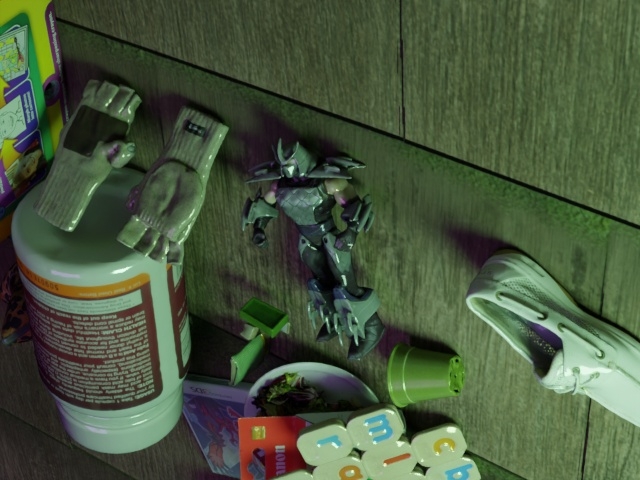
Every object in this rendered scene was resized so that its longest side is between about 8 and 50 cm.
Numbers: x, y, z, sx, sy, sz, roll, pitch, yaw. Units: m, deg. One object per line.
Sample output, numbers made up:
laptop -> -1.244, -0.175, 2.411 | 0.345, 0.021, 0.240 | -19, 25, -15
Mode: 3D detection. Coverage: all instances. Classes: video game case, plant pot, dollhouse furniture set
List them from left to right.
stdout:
video game case -> -0.134, 0.293, 2.196 | 0.183, 0.023, 0.201 | 4, 128, 41
dollhouse furniture set -> -0.079, 0.146, 1.961 | 0.058, 0.076, 0.151 | 29, 140, 20
plant pot -> 0.137, 0.169, 1.791 | 0.079, 0.083, 0.083 | -3, 124, 29

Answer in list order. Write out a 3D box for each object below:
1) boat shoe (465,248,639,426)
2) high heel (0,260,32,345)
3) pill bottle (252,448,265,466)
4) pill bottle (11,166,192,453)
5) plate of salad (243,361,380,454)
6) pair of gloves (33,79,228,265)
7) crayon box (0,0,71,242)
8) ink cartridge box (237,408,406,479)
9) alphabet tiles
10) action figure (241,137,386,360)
boat shoe -> 0.277, 0.132, 1.599 | 0.277, 0.096, 0.098 | 38, 142, 8
high heel -> -0.476, 0.104, 2.196 | 0.261, 0.186, 0.093 | -13, 116, 48
pill bottle -> -0.034, 0.319, 2.075 | 0.152, 0.086, 0.086 | 49, 143, -5
pill bottle -> -0.298, 0.106, 2.005 | 0.224, 0.224, 0.392 | 25, 138, 24
plate of salad -> -0.010, 0.255, 1.971 | 0.200, 0.048, 0.200 | 5, 123, 7
pair of gloves -> -0.243, -0.091, 1.825 | 0.240, 0.204, 0.042 | 19, 179, 25
crayon box -> -0.470, -0.150, 1.845 | 0.106, 0.313, 0.363 | 25, 139, 24
ink cartridge box -> 0.003, 0.321, 1.946 | 0.225, 0.056, 0.181 | -3, 120, -5
alphabet tiles -> 0.079, 0.344, 1.923 | 0.278, 0.021, 0.284 | -19, 119, 10
action figure -> 0.000, 0.000, 1.735 | 0.185, 0.099, 0.285 | 8, 127, 45
